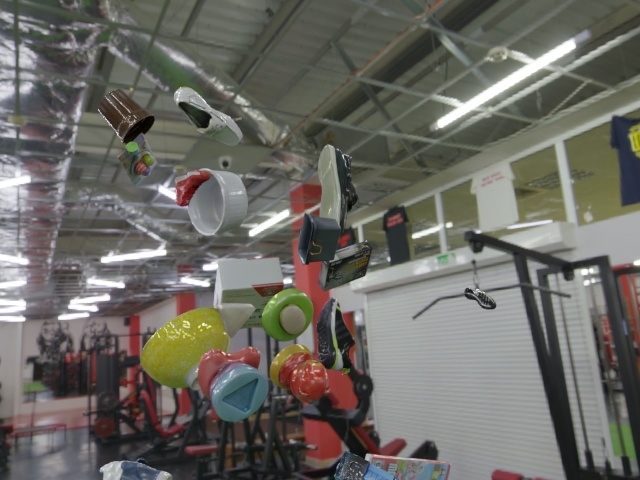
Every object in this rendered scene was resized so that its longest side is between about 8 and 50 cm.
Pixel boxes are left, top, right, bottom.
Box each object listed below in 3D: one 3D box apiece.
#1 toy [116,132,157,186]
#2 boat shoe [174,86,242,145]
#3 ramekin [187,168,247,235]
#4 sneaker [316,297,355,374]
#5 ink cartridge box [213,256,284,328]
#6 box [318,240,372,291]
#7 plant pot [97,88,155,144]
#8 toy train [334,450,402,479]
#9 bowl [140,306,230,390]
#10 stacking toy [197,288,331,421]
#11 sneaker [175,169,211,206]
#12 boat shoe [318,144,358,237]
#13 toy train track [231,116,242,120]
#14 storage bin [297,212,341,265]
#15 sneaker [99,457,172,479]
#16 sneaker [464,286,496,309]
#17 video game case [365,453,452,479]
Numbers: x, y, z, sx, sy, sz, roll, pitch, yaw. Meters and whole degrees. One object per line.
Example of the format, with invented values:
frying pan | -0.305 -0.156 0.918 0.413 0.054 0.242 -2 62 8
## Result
toy | -0.691 -0.299 1.992 0.056 0.137 0.237 33 -18 12
boat shoe | -0.381 -0.397 1.740 0.098 0.096 0.277 -37 -50 25
ramekin | -0.426 -0.161 2.139 0.135 0.277 0.277 -9 -5 -45
sneaker | 0.047 0.268 1.421 0.097 0.234 0.084 22 -47 -18
ink cartridge box | -0.242 0.181 1.693 0.197 0.114 0.273 -4 -36 -18
box | 0.107 0.113 2.249 0.231 0.056 0.183 -17 -42 -27
plant pot | -0.772 -0.496 2.028 0.167 0.165 0.167 -43 3 3
toy train | 0.119 0.548 1.159 0.184 0.080 0.105 20 -28 20
bowl | -0.381 0.360 1.566 0.289 0.156 0.289 -30 -31 -21
stacking toy | -0.108 0.270 1.172 0.309 0.279 0.130 -6 24 -35
sneaker | -0.497 -0.195 2.003 0.087 0.128 0.221 8 -10 -38
boat shoe | 0.064 -0.146 1.608 0.113 0.340 0.127 12 -39 -24
toy train track | -0.368 -0.497 2.129 0.083 0.048 0.014 -14 -1 -9
storage bin | 0.000 0.000 1.387 0.091 0.135 0.098 0 30 -20
sneaker | -0.579 0.807 1.521 0.236 0.322 0.130 11 8 4
sneaker | 0.432 0.151 1.363 0.044 0.040 0.109 3 17 -25
video game case | 0.226 0.707 1.427 0.285 0.204 0.025 16 -3 -24
